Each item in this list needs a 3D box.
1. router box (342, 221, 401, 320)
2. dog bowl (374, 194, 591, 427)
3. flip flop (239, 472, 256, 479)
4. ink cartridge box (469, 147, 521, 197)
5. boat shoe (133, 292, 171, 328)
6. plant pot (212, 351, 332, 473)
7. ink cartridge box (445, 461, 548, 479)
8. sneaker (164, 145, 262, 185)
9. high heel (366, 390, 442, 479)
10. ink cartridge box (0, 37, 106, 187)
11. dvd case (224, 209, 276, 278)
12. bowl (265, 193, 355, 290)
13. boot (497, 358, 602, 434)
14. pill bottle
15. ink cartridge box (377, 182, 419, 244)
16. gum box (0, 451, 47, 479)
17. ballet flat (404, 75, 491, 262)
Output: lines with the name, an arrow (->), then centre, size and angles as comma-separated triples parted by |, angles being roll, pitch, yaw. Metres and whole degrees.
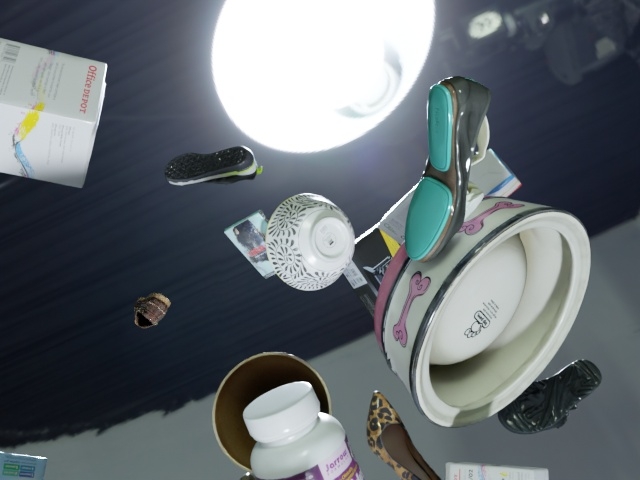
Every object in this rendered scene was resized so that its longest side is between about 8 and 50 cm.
router box -> 0.211, 0.099, 1.924 | 0.308, 0.243, 0.081 | 56, -31, -2
dog bowl -> 0.263, 0.104, 1.296 | 0.150, 0.408, 0.408 | 36, -17, 43
flip flop -> -0.082, 0.644, 1.845 | 0.277, 0.080, 0.112 | 48, 1, -16
ink cartridge box -> 0.368, -0.119, 1.719 | 0.078, 0.134, 0.231 | 54, 16, 16
boat shoe -> -0.431, 0.181, 1.906 | 0.073, 0.073, 0.207 | 34, -24, -10
plant pot -> -0.081, 0.375, 1.614 | 0.254, 0.237, 0.237 | 70, -4, -70
ink cartridge box -> 0.264, 0.408, 1.215 | 0.062, 0.181, 0.104 | 19, 69, -49
sneaker -> -0.257, -0.158, 1.851 | 0.097, 0.235, 0.084 | 65, 23, -56
high heel -> 0.185, 0.424, 1.553 | 0.186, 0.093, 0.261 | -31, -109, 56
ink cartridge box -> -0.511, -0.225, 1.352 | 0.168, 0.233, 0.171 | 118, -24, -44
dvd case -> -0.102, 0.008, 1.367 | 0.119, 0.087, 0.013 | 50, 33, -22
bowl -> 0.000, 0.000, 1.306 | 0.080, 0.170, 0.170 | -8, -69, 59
boot -> 0.446, 0.352, 1.583 | 0.094, 0.247, 0.207 | 55, -24, 25
pill bottle -> -0.017, 0.400, 1.295 | 0.169, 0.169, 0.301 | -90, 158, -80
ink cartridge box -> 0.263, -0.025, 1.608 | 0.223, 0.045, 0.224 | 36, -34, -8
gum box -> -0.634, 0.526, 1.552 | 0.157, 0.041, 0.184 | 42, 48, -59
ballet flat -> 0.192, -0.094, 1.098 | 0.095, 0.096, 0.280 | 49, -41, 50
